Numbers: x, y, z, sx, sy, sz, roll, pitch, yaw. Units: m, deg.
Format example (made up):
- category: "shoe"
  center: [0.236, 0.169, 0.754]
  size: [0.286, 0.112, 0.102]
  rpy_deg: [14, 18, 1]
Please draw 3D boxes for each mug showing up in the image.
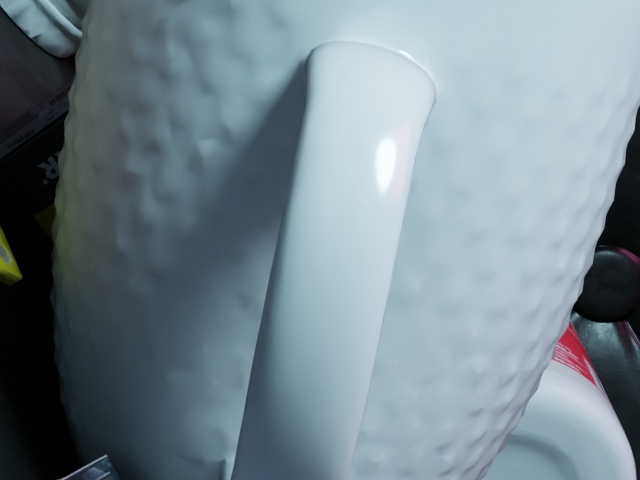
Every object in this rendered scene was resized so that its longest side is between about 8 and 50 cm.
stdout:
- category: "mug"
  center: [0.000, 0.000, 0.761]
  size: [0.276, 0.328, 0.374]
  rpy_deg: [14, 11, -3]

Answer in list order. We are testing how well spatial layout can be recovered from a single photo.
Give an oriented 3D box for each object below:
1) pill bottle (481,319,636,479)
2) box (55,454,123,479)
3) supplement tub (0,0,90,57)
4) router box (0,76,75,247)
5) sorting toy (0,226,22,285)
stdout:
- category: "pill bottle"
  center: [0.128, 0.132, 1.440]
  size: [0.229, 0.229, 0.407]
  rpy_deg: [56, 9, -21]
- category: "box"
  center: [-0.090, 0.186, 0.624]
  size: [0.175, 0.051, 0.220]
  rpy_deg: [59, 9, 3]
- category: "supplement tub"
  center: [-0.114, -0.311, 1.221]
  size: [0.241, 0.331, 0.241]
  rpy_deg: [58, 9, -14]
- category: "router box"
  center: [-0.011, -0.048, 0.988]
  size: [0.243, 0.309, 0.081]
  rpy_deg: [55, -6, -22]
- category: "sorting toy"
  center: [-0.236, -0.085, 0.728]
  size: [0.274, 0.046, 0.132]
  rpy_deg: [59, 9, 0]
